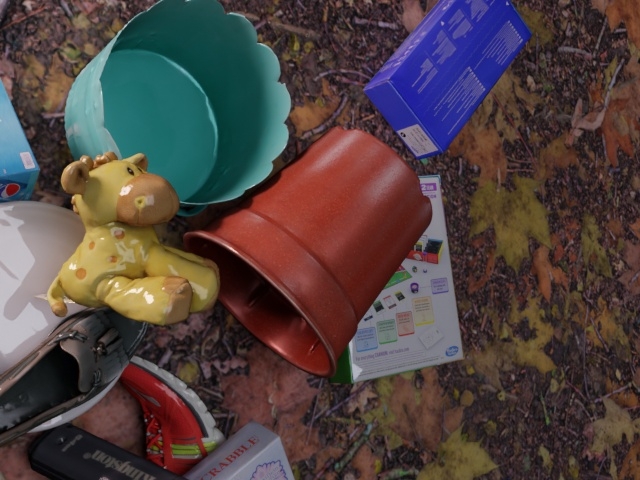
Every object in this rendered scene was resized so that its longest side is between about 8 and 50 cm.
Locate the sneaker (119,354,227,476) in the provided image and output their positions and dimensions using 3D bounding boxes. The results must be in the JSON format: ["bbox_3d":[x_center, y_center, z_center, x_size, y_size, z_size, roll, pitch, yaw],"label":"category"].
[{"bbox_3d":[-0.196,0.273,1.160,0.118,0.107,0.279,-41,106,-26],"label":"sneaker"}]

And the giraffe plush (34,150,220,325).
[{"bbox_3d":[-0.215,-0.011,0.976,0.210,0.181,0.171,3,100,-5],"label":"giraffe plush"}]

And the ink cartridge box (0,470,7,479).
[{"bbox_3d":[-0.432,0.404,0.989,0.234,0.088,0.193,-33,101,-34],"label":"ink cartridge box"}]

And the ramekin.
[{"bbox_3d":[-0.369,0.092,1.048,0.272,0.127,0.273,5,81,-35],"label":"ramekin"}]

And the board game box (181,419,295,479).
[{"bbox_3d":[-0.144,0.454,1.130,0.318,0.065,0.318,-35,123,-31],"label":"board game box"}]

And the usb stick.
[{"bbox_3d":[-0.231,0.293,1.046,0.077,0.277,0.045,-50,147,-40],"label":"usb stick"}]

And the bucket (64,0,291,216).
[{"bbox_3d":[-0.197,-0.167,1.167,0.281,0.183,0.281,4,82,-34],"label":"bucket"}]

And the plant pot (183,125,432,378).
[{"bbox_3d":[0.000,0.000,1.202,0.265,0.272,0.272,-46,110,-20],"label":"plant pot"}]

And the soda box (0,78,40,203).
[{"bbox_3d":[-0.409,-0.145,1.039,0.067,0.071,0.210,-14,68,-35],"label":"soda box"}]

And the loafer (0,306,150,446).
[{"bbox_3d":[-0.291,0.154,0.963,0.267,0.084,0.096,-36,104,-32],"label":"loafer"}]

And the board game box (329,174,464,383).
[{"bbox_3d":[0.109,0.057,1.419,0.242,0.064,0.317,-5,86,-35],"label":"board game box"}]

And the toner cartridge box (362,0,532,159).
[{"bbox_3d":[0.234,-0.320,1.548,0.165,0.075,0.348,50,60,-20],"label":"toner cartridge box"}]
